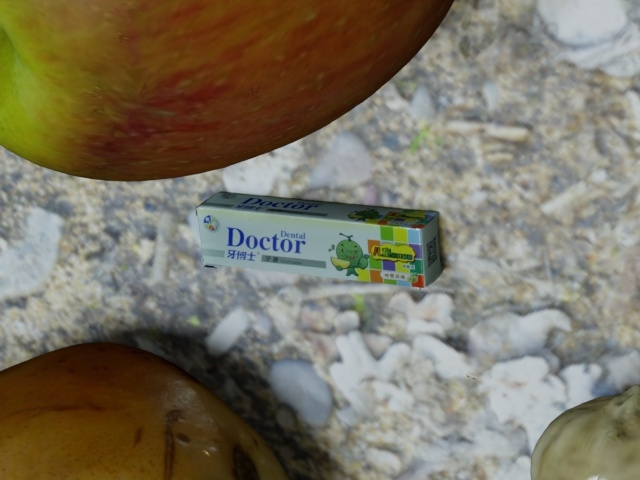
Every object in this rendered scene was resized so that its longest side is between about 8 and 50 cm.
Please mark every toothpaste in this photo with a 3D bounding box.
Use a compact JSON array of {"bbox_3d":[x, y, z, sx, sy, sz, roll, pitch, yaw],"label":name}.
[{"bbox_3d":[0.000,0.000,1.259,0.164,0.034,0.046,6,114,24],"label":"toothpaste"}]

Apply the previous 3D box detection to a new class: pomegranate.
[{"bbox_3d":[-0.167,0.229,1.308,0.319,0.319,0.319,11,120,21],"label":"pomegranate"}]

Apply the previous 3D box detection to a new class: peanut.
[{"bbox_3d":[0.236,0.171,1.178,0.224,0.129,0.129,36,126,-4],"label":"peanut"}]

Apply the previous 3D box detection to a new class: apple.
[{"bbox_3d":[-0.087,-0.200,1.007,0.340,0.339,0.339,11,120,21],"label":"apple"}]
